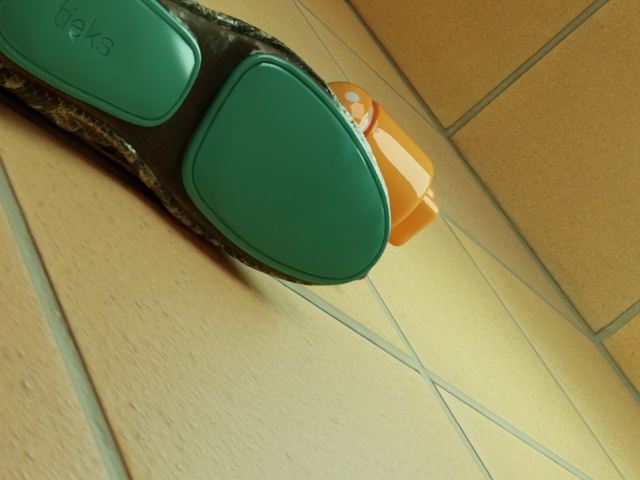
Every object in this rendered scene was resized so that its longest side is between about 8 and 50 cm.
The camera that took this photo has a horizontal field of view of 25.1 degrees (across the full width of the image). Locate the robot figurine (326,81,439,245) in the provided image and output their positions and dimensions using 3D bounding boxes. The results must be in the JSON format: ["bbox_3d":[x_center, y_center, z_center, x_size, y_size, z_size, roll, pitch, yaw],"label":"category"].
[{"bbox_3d":[0.043,-0.092,1.648,0.219,0.128,0.158,44,56,-22],"label":"robot figurine"}]

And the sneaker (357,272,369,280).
[{"bbox_3d":[0.000,0.000,1.410,0.118,0.042,0.067,41,8,-2],"label":"sneaker"}]

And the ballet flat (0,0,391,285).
[{"bbox_3d":[-0.126,-0.121,1.120,0.182,0.164,0.483,32,-2,44],"label":"ballet flat"}]
